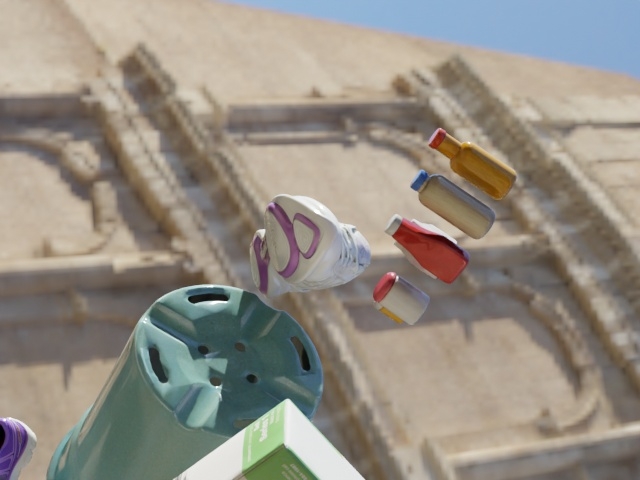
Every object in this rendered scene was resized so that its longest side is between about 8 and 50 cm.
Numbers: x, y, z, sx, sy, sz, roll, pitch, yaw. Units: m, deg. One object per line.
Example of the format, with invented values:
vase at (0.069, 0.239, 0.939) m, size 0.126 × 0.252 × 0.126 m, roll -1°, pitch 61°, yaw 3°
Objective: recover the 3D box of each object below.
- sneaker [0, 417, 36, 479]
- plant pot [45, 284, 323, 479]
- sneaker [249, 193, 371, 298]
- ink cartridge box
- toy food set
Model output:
sneaker at (-0.425, 0.304, 2.041) m, size 0.068 × 0.071 × 0.169 m, roll 1°, pitch -115°, yaw 37°
plant pot at (-0.166, 0.256, 2.139) m, size 0.341 × 0.341 × 0.334 m, roll 62°, pitch -35°, yaw 33°
sneaker at (0.000, 0.000, 2.038) m, size 0.305 × 0.152 × 0.114 m, roll 145°, pitch -64°, yaw -76°
ink cartridge box at (-0.067, 0.278, 1.489) m, size 0.219 × 0.160 × 0.092 m, roll -36°, pitch -160°, yaw 15°
toy food set at (0.111, -0.006, 1.811) m, size 0.232 × 0.104 × 0.111 m, roll -52°, pitch -170°, yaw 28°
